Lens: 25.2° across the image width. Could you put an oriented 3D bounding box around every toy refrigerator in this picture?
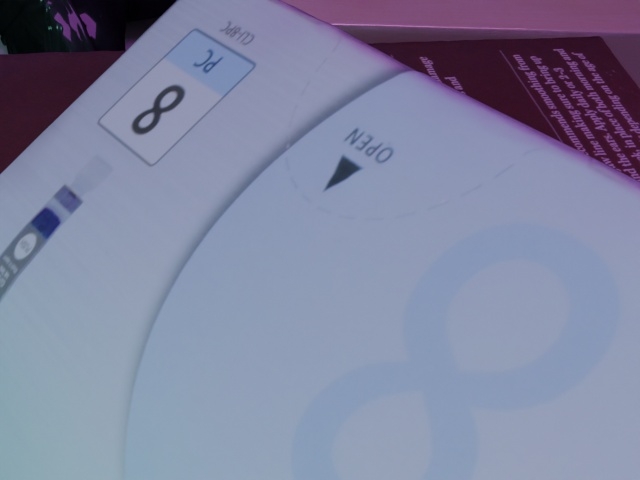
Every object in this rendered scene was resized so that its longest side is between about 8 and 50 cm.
[{"bbox_3d":[0.092,-0.120,0.960,0.269,0.094,0.102,0,32,-12],"label":"toy refrigerator"}]

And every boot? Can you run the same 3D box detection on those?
[{"bbox_3d":[-0.121,-0.179,0.986,0.207,0.094,0.246,-16,38,-23],"label":"boot"}]

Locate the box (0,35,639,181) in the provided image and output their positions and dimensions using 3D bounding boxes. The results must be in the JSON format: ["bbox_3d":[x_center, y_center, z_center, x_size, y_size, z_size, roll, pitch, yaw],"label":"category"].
[{"bbox_3d":[0.000,0.000,0.751,0.381,0.143,0.191,-2,39,-17],"label":"box"}]

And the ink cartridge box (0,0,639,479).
[{"bbox_3d":[-0.076,0.108,0.425,0.385,0.091,0.308,-44,39,-7],"label":"ink cartridge box"}]
